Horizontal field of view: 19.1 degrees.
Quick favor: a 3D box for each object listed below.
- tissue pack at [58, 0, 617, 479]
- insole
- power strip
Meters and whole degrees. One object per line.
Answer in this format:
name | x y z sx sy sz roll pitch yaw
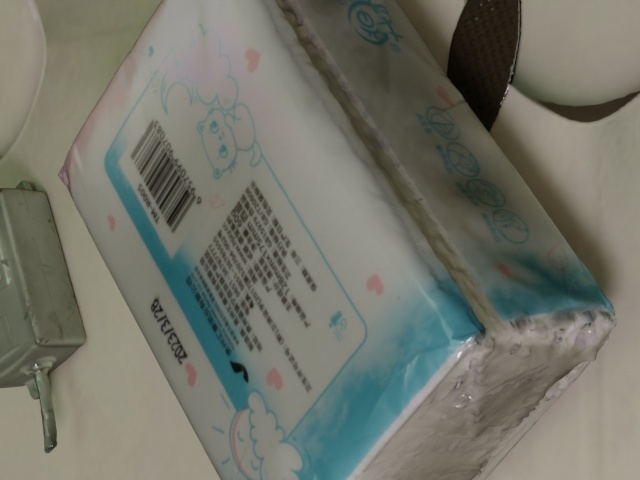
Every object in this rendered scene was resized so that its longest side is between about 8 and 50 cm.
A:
tissue pack | -0.001 0.002 0.937 0.201 0.124 0.271 -52 56 34
insole | 0.074 -0.069 0.952 0.045 0.002 0.135 28 108 42
power strip | -0.187 0.050 1.176 0.075 0.042 0.175 -35 65 37
